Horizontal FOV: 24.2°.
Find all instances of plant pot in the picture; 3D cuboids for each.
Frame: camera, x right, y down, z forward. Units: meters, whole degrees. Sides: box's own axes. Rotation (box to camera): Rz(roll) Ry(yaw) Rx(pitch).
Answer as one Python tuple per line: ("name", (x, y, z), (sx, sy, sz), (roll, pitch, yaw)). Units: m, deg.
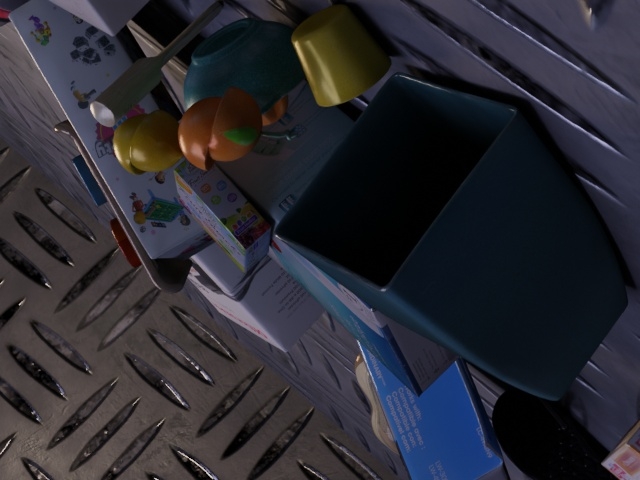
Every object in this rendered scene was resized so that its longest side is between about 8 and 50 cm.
("plant pot", (0.123, 0.015, 1.183), (0.234, 0.165, 0.165), (42, 171, -33))

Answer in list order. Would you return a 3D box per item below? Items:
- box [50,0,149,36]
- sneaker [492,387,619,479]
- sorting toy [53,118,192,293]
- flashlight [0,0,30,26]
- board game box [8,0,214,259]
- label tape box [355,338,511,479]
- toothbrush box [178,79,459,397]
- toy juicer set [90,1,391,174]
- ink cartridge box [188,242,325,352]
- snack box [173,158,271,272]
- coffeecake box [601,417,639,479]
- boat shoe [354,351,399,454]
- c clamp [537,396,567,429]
("box", (-0.250, -0.298, 1.477), (0.170, 0.091, 0.130), (33, 165, 41))
("sneaker", (0.286, 0.268, 1.752), (0.235, 0.084, 0.097), (44, 171, 0))
("sorting toy", (-0.232, -0.050, 1.786), (0.229, 0.041, 0.307), (58, -177, -7))
("flashlight", (-0.357, -0.324, 1.769), (0.103, 0.103, 0.304), (50, 163, -12))
("board game box", (-0.208, -0.128, 1.664), (0.303, 0.097, 0.224), (59, -177, 2))
("label tape box", (0.127, 0.193, 1.704), (0.347, 0.115, 0.249), (60, -172, -62))
("toothbrush box", (0.020, -0.018, 1.450), (0.295, 0.126, 0.216), (44, 171, 29))
("toy juicer set", (-0.091, -0.118, 1.292), (0.089, 0.209, 0.329), (58, 163, -24))
("ink cartridge box", (-0.143, -0.009, 2.094), (0.307, 0.129, 0.223), (49, 167, -30))
("snack box", (-0.092, -0.026, 1.418), (0.100, 0.037, 0.141), (47, 170, 5))
("coffeecake box", (0.364, 0.238, 1.399), (0.185, 0.068, 0.142), (41, 169, 11))
("boat shoe", (0.137, 0.246, 2.146), (0.098, 0.109, 0.302), (36, 162, 36))
("c clamp", (0.234, 0.142, 1.637), (0.137, 0.022, 0.160), (46, 171, 12))
